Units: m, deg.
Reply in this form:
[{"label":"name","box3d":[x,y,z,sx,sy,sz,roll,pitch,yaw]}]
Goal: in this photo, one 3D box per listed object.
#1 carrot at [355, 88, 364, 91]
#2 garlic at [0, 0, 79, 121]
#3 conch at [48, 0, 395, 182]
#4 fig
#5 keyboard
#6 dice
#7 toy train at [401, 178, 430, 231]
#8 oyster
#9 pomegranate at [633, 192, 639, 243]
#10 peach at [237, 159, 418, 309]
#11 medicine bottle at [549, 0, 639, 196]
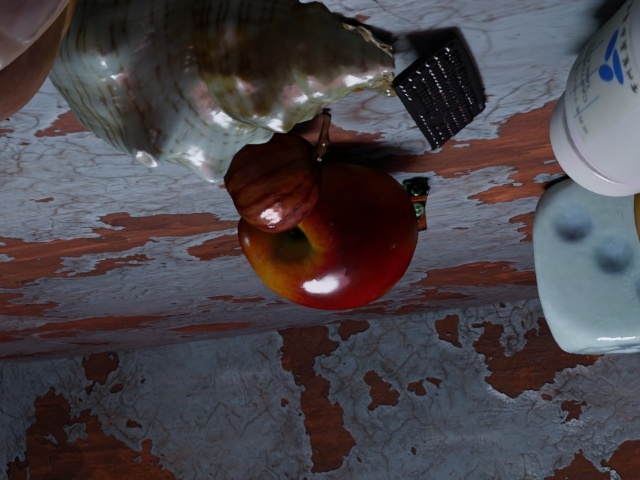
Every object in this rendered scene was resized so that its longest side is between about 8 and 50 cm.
[{"label":"carrot","box3d":[-0.005,-0.160,1.101,0.142,0.035,0.035,-2,170,-36]},{"label":"garlic","box3d":[-0.227,-0.168,0.667,0.160,0.191,0.214,25,171,-17]},{"label":"conch","box3d":[-0.128,-0.130,0.857,0.386,0.169,0.203,-8,160,19]},{"label":"fig","box3d":[-0.047,-0.084,1.290,0.128,0.150,0.128,38,170,8]},{"label":"keyboard","box3d":[0.132,-0.152,1.148,0.087,0.017,0.250,-38,163,5]},{"label":"dice","box3d":[0.493,0.034,1.695,0.262,0.268,0.265,-9,169,29]},{"label":"toy train","box3d":[0.142,-0.052,1.629,0.044,0.064,0.103,-4,169,2]},{"label":"oyster","box3d":[0.008,-0.174,1.035,0.122,0.045,0.146,3,173,11]},{"label":"pomegranate","box3d":[0.518,-0.024,1.276,0.319,0.319,0.319,-4,169,-1]},{"label":"peach","box3d":[0.012,-0.006,1.468,0.243,0.199,0.243,-1,179,0]},{"label":"medicine bottle","box3d":[0.318,-0.138,0.987,0.170,0.170,0.293,-3,168,-7]}]
